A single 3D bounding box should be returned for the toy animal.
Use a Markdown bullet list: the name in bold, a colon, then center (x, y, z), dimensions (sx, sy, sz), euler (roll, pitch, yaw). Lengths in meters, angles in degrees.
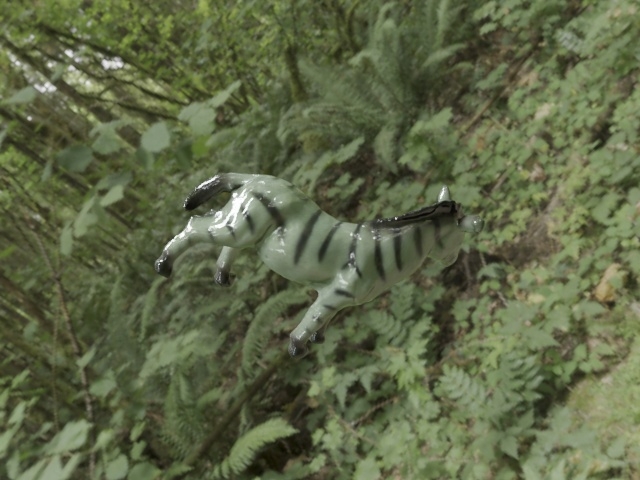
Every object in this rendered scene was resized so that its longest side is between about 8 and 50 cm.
- **toy animal**: center (0.001, 0.003, 0.548), dimensions (0.176, 0.217, 0.073), euler (-57, 11, 18)
